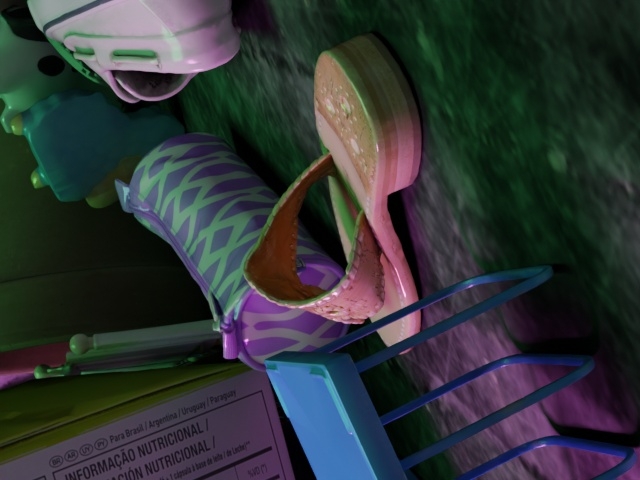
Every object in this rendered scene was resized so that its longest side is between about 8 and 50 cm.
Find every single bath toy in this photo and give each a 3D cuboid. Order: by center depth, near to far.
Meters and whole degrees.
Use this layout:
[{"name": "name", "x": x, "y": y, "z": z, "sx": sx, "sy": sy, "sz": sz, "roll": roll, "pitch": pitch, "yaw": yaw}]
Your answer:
[{"name": "bath toy", "x": -0.239, "y": -0.187, "z": 1.203, "sx": 0.348, "sy": 0.129, "sz": 0.151, "roll": 57, "pitch": 165, "yaw": 28}]

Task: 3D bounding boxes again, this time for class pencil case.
[{"name": "pencil case", "x": -0.056, "y": 0.006, "z": 0.925, "sx": 0.206, "sy": 0.088, "sz": 0.086, "roll": 48, "pitch": 156, "yaw": 53}]

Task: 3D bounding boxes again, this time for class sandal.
[{"name": "sandal", "x": -0.003, "y": -0.005, "z": 0.719, "sx": 0.088, "sy": 0.079, "sz": 0.240, "roll": 58, "pitch": 165, "yaw": 28}]

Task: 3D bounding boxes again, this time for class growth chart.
[{"name": "growth chart", "x": -0.140, "y": 0.091, "z": 1.213, "sx": 0.237, "sy": 0.172, "sz": 0.021, "roll": 146, "pitch": 117, "yaw": -70}]

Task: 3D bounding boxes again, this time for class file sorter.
[{"name": "file sorter", "x": 0.067, "y": 0.104, "z": 0.592, "sx": 0.170, "sy": 0.104, "sz": 0.118, "roll": 65, "pitch": 166, "yaw": -2}]

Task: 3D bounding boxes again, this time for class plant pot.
[{"name": "plant pot", "x": -0.227, "y": -0.008, "z": 1.308, "sx": 0.263, "sy": 0.263, "sz": 0.229, "roll": 131, "pitch": 132, "yaw": -75}]

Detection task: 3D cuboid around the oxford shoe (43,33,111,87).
[{"name": "oxford shoe", "x": -0.177, "y": -0.200, "z": 1.086, "sx": 0.227, "sy": 0.083, "sz": 0.096, "roll": 61, "pitch": -176, "yaw": 21}]

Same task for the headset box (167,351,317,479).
[{"name": "headset box", "x": -0.066, "y": 0.224, "z": 1.288, "sx": 0.293, "sy": 0.110, "sz": 0.218, "roll": -155, "pitch": 46, "yaw": -70}]

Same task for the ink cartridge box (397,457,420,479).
[{"name": "ink cartridge box", "x": -0.017, "y": 0.236, "z": 0.872, "sx": 0.134, "sy": 0.231, "sz": 0.078, "roll": 42, "pitch": 153, "yaw": 60}]

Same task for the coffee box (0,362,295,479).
[{"name": "coffee box", "x": -0.221, "y": 0.293, "z": 1.037, "sx": 0.338, "sy": 0.338, "sz": 0.334, "roll": -11, "pitch": 96, "yaw": 50}]

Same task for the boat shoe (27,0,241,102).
[{"name": "boat shoe", "x": -0.107, "y": -0.128, "z": 0.889, "sx": 0.267, "sy": 0.096, "sz": 0.088, "roll": 1, "pitch": 111, "yaw": 66}]
